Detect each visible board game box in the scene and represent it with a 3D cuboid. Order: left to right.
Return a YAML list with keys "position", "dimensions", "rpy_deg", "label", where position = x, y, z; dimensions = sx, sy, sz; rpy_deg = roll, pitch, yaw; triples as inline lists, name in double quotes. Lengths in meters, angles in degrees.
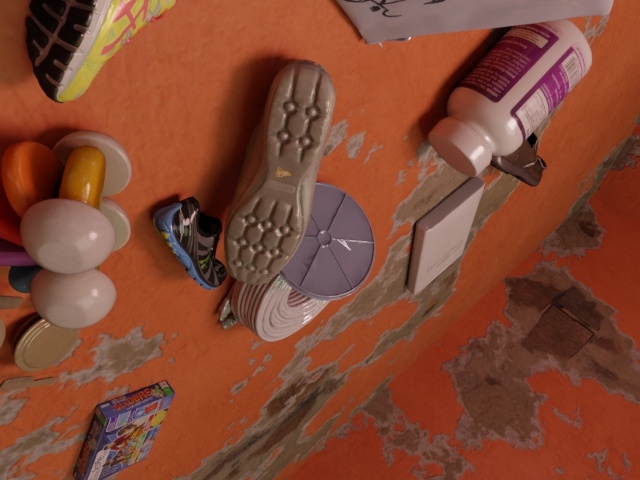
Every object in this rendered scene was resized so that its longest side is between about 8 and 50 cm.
- position: [-0.359, 0.354, 0.934]
  dimensions: [0.136, 0.035, 0.201]
  rpy_deg: [-8, 134, -51]
  label: "board game box"

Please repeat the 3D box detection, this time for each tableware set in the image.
- position: [-0.371, 0.114, 0.595]
  dimensions: [0.128, 0.039, 0.194]
  rpy_deg: [-61, 158, 2]
  label: "tableware set"

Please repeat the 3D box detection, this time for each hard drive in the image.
- position: [0.354, -0.003, 1.482]
  dimensions: [0.233, 0.047, 0.353]
  rpy_deg: [-37, 152, -18]
  label: "hard drive"

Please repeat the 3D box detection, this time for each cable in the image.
- position: [-0.046, 0.069, 0.947]
  dimensions: [0.257, 0.089, 0.257]
  rpy_deg: [-13, 137, -48]
  label: "cable"

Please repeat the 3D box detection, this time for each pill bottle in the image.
- position: [0.354, -0.273, 0.985]
  dimensions: [0.301, 0.169, 0.169]
  rpy_deg: [-47, 153, 0]
  label: "pill bottle"

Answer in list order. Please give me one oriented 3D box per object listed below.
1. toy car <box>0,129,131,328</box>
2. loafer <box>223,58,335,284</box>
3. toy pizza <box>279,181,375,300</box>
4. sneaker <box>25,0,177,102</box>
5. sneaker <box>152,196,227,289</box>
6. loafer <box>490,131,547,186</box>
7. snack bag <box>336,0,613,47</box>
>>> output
- position: [-0.261, -0.014, 0.492]
  dimensions: [0.136, 0.159, 0.182]
  rpy_deg: [6, 131, -15]
  label: "toy car"
- position: [-0.055, -0.083, 0.696]
  dimensions: [0.111, 0.112, 0.320]
  rpy_deg: [-86, -163, -62]
  label: "loafer"
- position: [0.000, 0.000, 0.838]
  dimensions: [0.201, 0.201, 0.032]
  rpy_deg: [-29, 180, -31]
  label: "toy pizza"
- position: [-0.163, -0.201, 0.425]
  dimensions: [0.208, 0.081, 0.094]
  rpy_deg: [-55, 154, 13]
  label: "sneaker"
- position: [-0.164, 0.008, 0.717]
  dimensions: [0.078, 0.067, 0.188]
  rpy_deg: [-34, 148, -12]
  label: "sneaker"
- position: [0.520, -0.231, 1.319]
  dimensions: [0.366, 0.134, 0.130]
  rpy_deg: [0, 128, -55]
  label: "loafer"
- position: [0.131, -0.303, 0.508]
  dimensions: [0.342, 0.323, 0.037]
  rpy_deg: [19, 77, -60]
  label: "snack bag"
